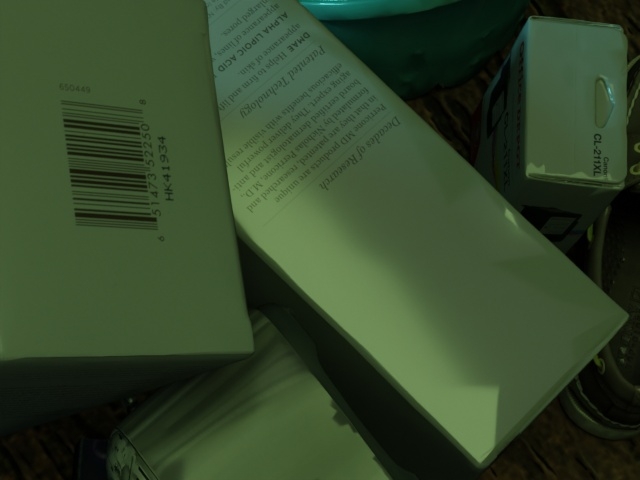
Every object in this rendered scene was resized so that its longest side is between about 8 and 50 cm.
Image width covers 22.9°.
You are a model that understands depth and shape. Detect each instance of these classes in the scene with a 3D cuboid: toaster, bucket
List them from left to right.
[{"bbox_3d":[-0.028,0.162,0.954,0.146,0.129,0.227,-35,79,-14],"label":"toaster"},{"bbox_3d":[0.062,-0.265,1.208,0.281,0.183,0.281,3,70,-8],"label":"bucket"}]

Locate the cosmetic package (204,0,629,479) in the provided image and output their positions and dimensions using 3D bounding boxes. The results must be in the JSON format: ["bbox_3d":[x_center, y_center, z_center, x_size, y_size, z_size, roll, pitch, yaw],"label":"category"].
[{"bbox_3d":[0.000,0.000,1.087,0.385,0.217,0.156,43,70,7],"label":"cosmetic package"}]

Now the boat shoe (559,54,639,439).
[{"bbox_3d":[0.253,-0.014,1.190,0.116,0.097,0.324,17,69,-2],"label":"boat shoe"}]

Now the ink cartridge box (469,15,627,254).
[{"bbox_3d":[0.162,-0.068,1.155,0.072,0.175,0.127,7,69,-6],"label":"ink cartridge box"}]

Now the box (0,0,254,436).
[{"bbox_3d":[-0.222,0.003,0.940,0.168,0.345,0.215,3,74,-44],"label":"box"}]

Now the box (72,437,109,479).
[{"bbox_3d":[-0.066,0.220,1.052,0.207,0.108,0.153,3,70,-8],"label":"box"}]
